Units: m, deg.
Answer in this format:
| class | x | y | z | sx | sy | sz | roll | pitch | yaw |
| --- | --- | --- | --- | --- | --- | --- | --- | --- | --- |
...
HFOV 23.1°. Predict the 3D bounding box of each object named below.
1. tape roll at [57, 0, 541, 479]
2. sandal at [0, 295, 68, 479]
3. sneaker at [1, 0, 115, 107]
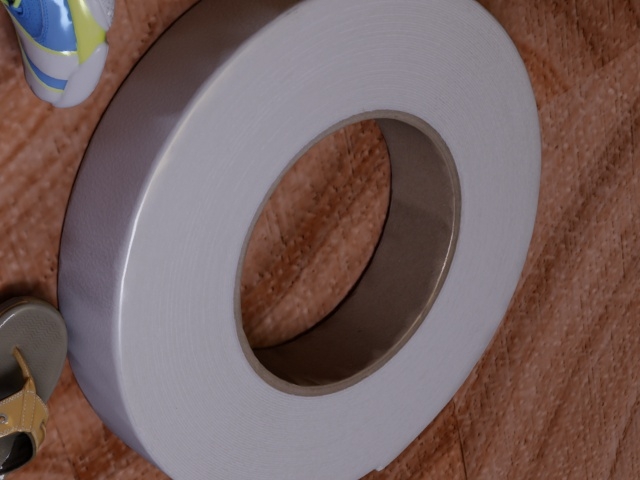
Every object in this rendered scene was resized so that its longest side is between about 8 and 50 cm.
| class | x | y | z | sx | sy | sz | roll | pitch | yaw |
| --- | --- | --- | --- | --- | --- | --- | --- | --- | --- |
| tape roll | 0.000 | 0.000 | 1.081 | 0.392 | 0.072 | 0.392 | -21 | 123 | -36 |
| sandal | -0.201 | 0.121 | 0.961 | 0.072 | 0.049 | 0.180 | 27 | 91 | -48 |
| sneaker | -0.176 | -0.181 | 0.820 | 0.126 | 0.091 | 0.240 | -8 | 117 | -22 |
